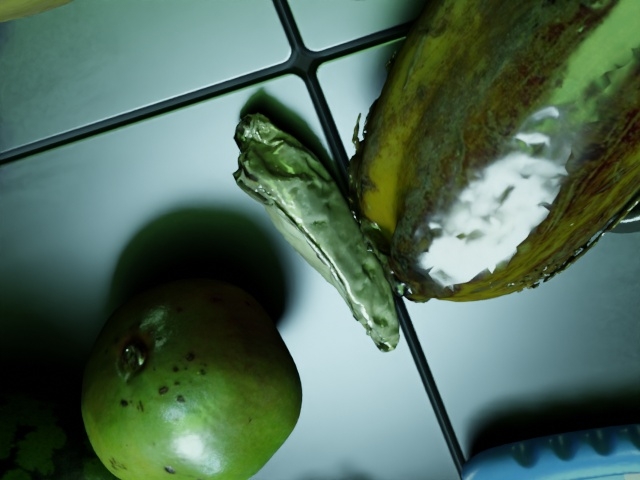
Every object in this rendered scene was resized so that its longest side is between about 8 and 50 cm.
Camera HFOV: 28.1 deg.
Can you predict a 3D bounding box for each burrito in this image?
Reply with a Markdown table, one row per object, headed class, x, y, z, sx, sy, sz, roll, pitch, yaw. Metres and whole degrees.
| class | x | y | z | sx | sy | sz | roll | pitch | yaw |
| --- | --- | --- | --- | --- | --- | --- | --- | --- | --- |
| burrito | 0.001 | -0.002 | 1.007 | 0.058 | 0.063 | 0.229 | -7 | 125 | 40 |

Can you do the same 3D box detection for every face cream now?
| class | x | y | z | sx | sy | sz | roll | pitch | yaw |
| --- | --- | --- | --- | --- | --- | --- | --- | --- | --- |
| face cream | 0.260 | 0.224 | 1.108 | 0.264 | 0.083 | 0.149 | -10 | 122 | 9 |

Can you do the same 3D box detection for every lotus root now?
| class | x | y | z | sx | sy | sz | roll | pitch | yaw |
| --- | --- | --- | --- | --- | --- | --- | --- | --- | --- |
| lotus root | 0.157 | -0.120 | 0.847 | 0.196 | 0.179 | 0.397 | 51 | 118 | 24 |

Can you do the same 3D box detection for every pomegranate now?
| class | x | y | z | sx | sy | sz | roll | pitch | yaw |
| --- | --- | --- | --- | --- | --- | --- | --- | --- | --- |
| pomegranate | -0.092 | 0.128 | 1.038 | 0.180 | 0.180 | 0.210 | -21 | 145 | 15 |

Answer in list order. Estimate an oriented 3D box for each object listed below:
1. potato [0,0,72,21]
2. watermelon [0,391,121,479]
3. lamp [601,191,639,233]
| class | x | y | z | sx | sy | sz | roll | pitch | yaw |
| --- | --- | --- | --- | --- | --- | --- | --- | --- | --- |
| potato | -0.214 | -0.317 | 0.669 | 0.385 | 0.319 | 0.442 | 26 | 107 | -11 |
| watermelon | -0.257 | 0.276 | 1.066 | 0.285 | 0.285 | 0.285 | 2 | 120 | 3 |
| lamp | 0.306 | 0.063 | 0.997 | 0.130 | 0.108 | 0.371 | -21 | 117 | 20 |
